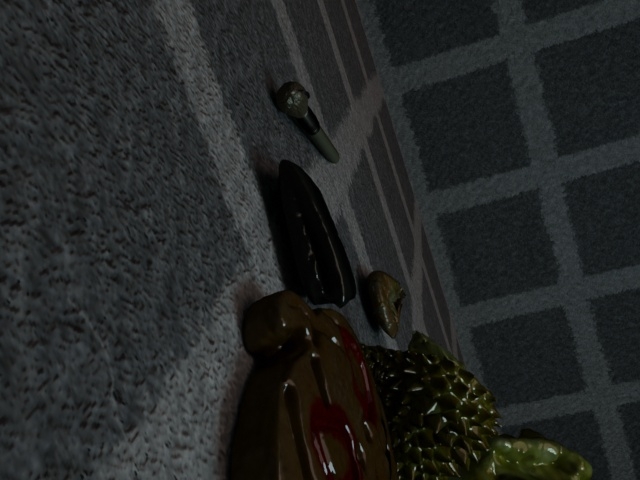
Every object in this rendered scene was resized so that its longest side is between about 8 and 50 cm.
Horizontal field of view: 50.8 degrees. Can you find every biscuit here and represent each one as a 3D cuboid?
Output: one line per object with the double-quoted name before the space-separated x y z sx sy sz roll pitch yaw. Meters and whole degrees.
"biscuit" 0.013 0.190 0.608 0.367 0.063 0.314 -54 128 -73

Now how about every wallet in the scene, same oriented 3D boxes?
"wallet" 0.000 0.000 0.809 0.245 0.052 0.168 24 47 -82

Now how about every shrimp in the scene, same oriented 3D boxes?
"shrimp" 0.113 0.107 1.147 0.217 0.051 0.115 9 73 -77

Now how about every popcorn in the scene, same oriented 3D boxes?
"popcorn" 0.320 0.464 1.155 0.312 0.312 0.312 -16 90 -77

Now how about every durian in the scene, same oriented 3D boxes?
"durian" 0.135 0.226 0.900 0.306 0.172 0.166 53 -1 -38

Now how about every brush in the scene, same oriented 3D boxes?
"brush" -0.005 -0.161 0.982 0.042 0.039 0.299 -61 162 -2

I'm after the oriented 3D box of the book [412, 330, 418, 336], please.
"book" 0.255 0.374 1.494 0.208 0.020 0.295 59 20 -47
